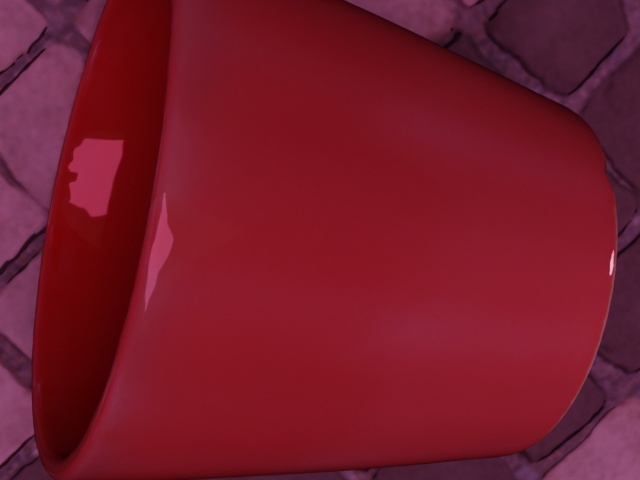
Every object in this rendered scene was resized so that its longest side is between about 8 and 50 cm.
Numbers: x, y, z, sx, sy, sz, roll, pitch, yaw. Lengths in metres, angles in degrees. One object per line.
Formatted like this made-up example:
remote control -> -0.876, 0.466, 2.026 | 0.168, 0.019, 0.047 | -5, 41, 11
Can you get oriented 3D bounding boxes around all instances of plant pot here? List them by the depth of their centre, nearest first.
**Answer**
plant pot -> 0.000, 0.000, 0.744 | 0.243, 0.275, 0.274 | 10, 105, -19
